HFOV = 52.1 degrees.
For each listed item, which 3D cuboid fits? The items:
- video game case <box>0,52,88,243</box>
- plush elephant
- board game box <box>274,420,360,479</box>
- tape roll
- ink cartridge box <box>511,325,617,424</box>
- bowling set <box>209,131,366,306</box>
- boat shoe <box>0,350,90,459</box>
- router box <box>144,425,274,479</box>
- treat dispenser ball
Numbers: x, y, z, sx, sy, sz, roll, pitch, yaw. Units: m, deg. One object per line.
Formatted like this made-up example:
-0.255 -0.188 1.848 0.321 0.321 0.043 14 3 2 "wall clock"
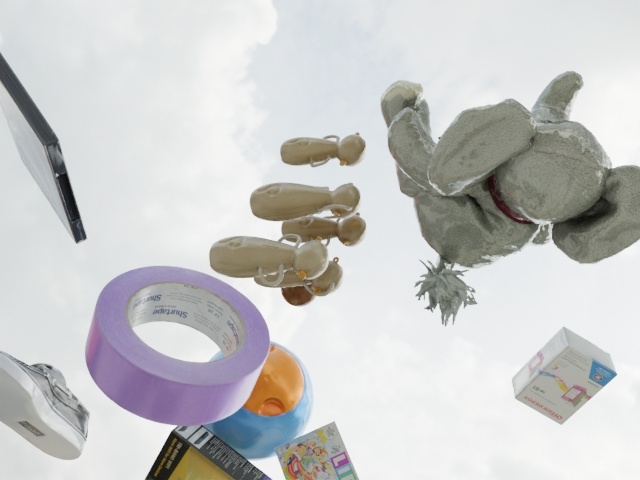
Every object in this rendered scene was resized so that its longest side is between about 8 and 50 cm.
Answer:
-0.419 -0.133 0.969 0.196 0.026 0.274 52 -24 16 "video game case"
0.228 -0.085 0.776 0.272 0.330 0.255 29 -38 -21 "plush elephant"
0.006 0.365 0.985 0.026 0.103 0.154 79 -13 -64 "board game box"
-0.222 0.157 1.035 0.275 0.275 0.090 33 -62 15 "tape roll"
0.353 0.200 0.957 0.088 0.052 0.122 30 -60 -7 "ink cartridge box"
0.000 0.000 0.873 0.154 0.287 0.200 2 -44 28 "bowling set"
-0.481 0.258 1.108 0.108 0.102 0.301 -9 -46 16 "boat shoe"
-0.274 0.579 1.433 0.243 0.081 0.309 33 -70 11 "router box"
-0.160 0.383 1.588 0.288 0.288 0.288 14 -61 27 "treat dispenser ball"
